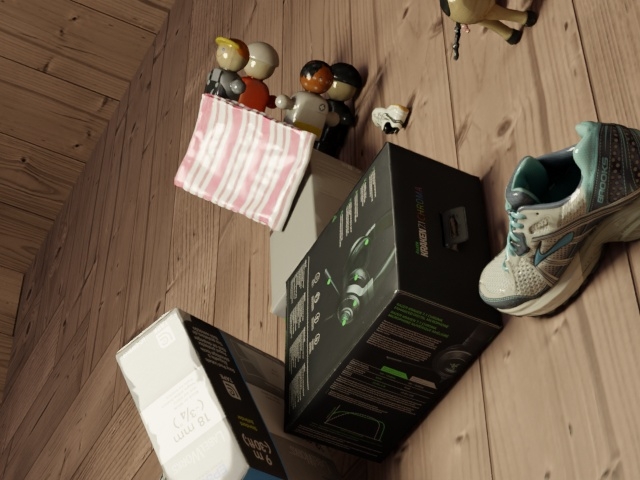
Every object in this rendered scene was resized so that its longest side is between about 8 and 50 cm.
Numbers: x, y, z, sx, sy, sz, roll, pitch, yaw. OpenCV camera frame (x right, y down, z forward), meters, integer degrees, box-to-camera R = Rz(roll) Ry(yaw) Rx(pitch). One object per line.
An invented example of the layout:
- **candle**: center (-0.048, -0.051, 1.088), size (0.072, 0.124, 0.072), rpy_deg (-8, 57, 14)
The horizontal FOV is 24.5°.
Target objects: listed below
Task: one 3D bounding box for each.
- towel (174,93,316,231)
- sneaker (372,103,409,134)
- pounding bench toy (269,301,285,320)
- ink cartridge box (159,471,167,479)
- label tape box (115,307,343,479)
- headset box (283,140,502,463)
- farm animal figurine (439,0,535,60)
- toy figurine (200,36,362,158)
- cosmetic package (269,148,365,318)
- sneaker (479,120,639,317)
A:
- **towel**: center (-0.107, -0.109, 2.027), size (0.197, 0.029, 0.144), rpy_deg (24, 99, 32)
- **sneaker**: center (0.090, -0.162, 2.014), size (0.083, 0.032, 0.037), rpy_deg (-14, 58, 68)
- **pounding bench toy**: center (-0.039, 0.099, 2.072), size (0.065, 0.052, 0.083), rpy_deg (-7, 65, 69)
- **ink cartridge box**: center (-0.181, 0.362, 2.112), size (0.160, 0.093, 0.219), rpy_deg (-117, 50, -76)
- **label tape box**: center (-0.074, 0.262, 1.663), size (0.106, 0.240, 0.333), rpy_deg (-38, 56, 14)
- **headset box**: center (0.077, 0.064, 1.678), size (0.283, 0.131, 0.246), rpy_deg (-55, 24, 37)
- **farm animal figurine**: center (0.200, -0.430, 1.768), size (0.327, 0.172, 0.330), rpy_deg (-57, 23, 32)
- **toy figurine**: center (-0.058, -0.213, 2.154), size (0.209, 0.213, 0.148), rpy_deg (4, -76, -74)
- **cosmetic package**: center (0.000, 0.000, 1.993), size (0.127, 0.107, 0.238), rpy_deg (-55, 21, 30)
- **sneaker**: center (0.218, -0.029, 1.403), size (0.283, 0.122, 0.110), rpy_deg (-48, 28, 47)
